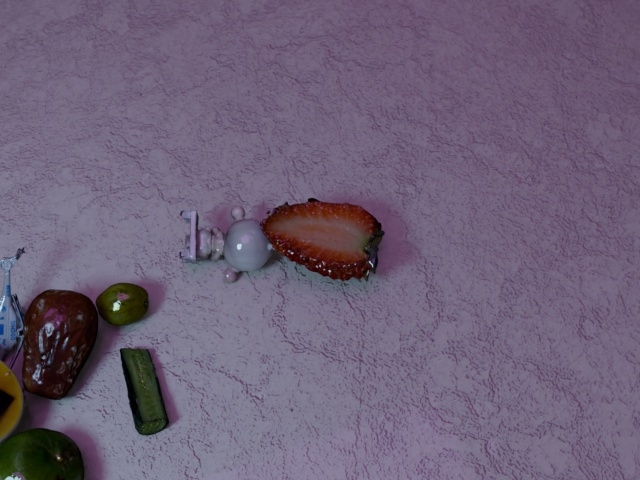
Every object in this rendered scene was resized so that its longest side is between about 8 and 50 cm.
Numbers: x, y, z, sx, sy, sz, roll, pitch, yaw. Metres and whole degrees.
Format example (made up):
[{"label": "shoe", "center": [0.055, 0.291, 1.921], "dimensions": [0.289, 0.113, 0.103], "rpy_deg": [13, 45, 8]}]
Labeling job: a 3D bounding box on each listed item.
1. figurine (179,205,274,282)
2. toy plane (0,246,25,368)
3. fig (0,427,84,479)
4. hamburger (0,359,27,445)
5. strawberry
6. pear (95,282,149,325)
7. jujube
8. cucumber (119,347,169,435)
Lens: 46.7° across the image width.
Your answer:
[{"label": "figurine", "center": [-0.229, 0.000, 1.896], "dimensions": [0.257, 0.144, 0.181], "rpy_deg": [1, 56, 0]}, {"label": "toy plane", "center": [-0.762, 0.164, 1.787], "dimensions": [0.107, 0.273, 0.182], "rpy_deg": [1, 31, -16]}, {"label": "fig", "center": [-0.640, 0.540, 1.604], "dimensions": [0.235, 0.203, 0.203], "rpy_deg": [-50, 61, 20]}, {"label": "hamburger", "center": [-0.801, 0.382, 1.647], "dimensions": [0.276, 0.179, 0.294], "rpy_deg": [31, 42, -9]}, {"label": "strawberry", "center": [0.000, 0.000, 1.875], "dimensions": [0.306, 0.137, 0.233], "rpy_deg": [13, 47, 0]}, {"label": "pear", "center": [-0.488, 0.158, 1.835], "dimensions": [0.131, 0.107, 0.107], "rpy_deg": [-2, 58, 10]}, {"label": "jujube", "center": [-0.623, 0.241, 1.751], "dimensions": [0.190, 0.190, 0.255], "rpy_deg": [10, 72, 10]}, {"label": "cucumber", "center": [-0.422, 0.351, 1.745], "dimensions": [0.078, 0.062, 0.211], "rpy_deg": [2, 45, -35]}]
